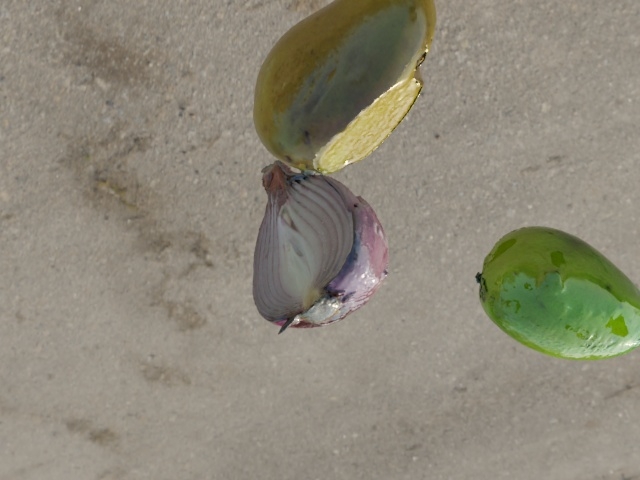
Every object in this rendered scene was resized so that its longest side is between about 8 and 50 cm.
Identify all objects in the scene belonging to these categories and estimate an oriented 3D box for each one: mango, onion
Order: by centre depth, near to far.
[{"bbox_3d":[0.244,0.057,0.701,0.178,0.100,0.119,23,99,1],"label":"mango"},{"bbox_3d":[0.029,-0.191,0.813,0.262,0.167,0.130,-38,169,23],"label":"mango"},{"bbox_3d":[0.000,0.000,1.277,0.267,0.349,0.159,-37,138,26],"label":"onion"}]
